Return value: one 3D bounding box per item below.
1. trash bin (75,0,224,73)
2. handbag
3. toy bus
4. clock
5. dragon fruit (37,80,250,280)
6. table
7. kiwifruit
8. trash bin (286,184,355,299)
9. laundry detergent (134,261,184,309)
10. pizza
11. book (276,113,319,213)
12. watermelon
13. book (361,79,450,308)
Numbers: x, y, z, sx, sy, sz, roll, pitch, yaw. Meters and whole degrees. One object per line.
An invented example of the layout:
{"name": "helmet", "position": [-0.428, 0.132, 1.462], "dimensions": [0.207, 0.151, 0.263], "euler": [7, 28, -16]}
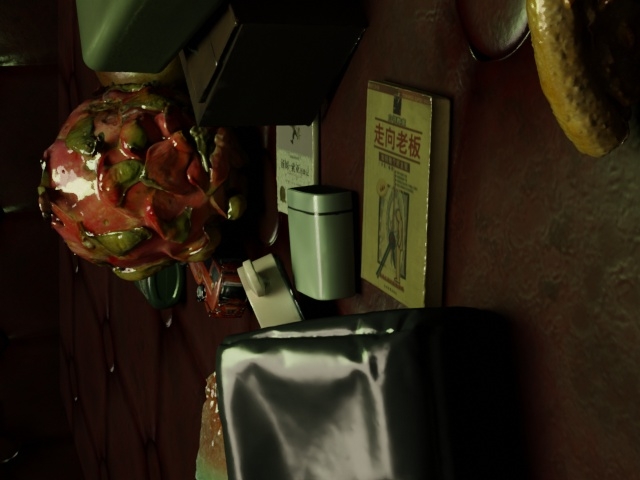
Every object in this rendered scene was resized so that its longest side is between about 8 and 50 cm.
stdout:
{"name": "trash bin", "position": [-0.194, -0.307, 1.198], "dimensions": [0.240, 0.122, 0.164], "euler": [-32, 64, 59]}
{"name": "handbag", "position": [0.044, 0.217, 1.058], "dimensions": [0.275, 0.178, 0.301], "euler": [-7, 91, 33]}
{"name": "toy bus", "position": [-0.176, 0.032, 1.761], "dimensions": [0.235, 0.074, 0.096], "euler": [-124, 42, -51]}
{"name": "clock", "position": [-0.052, 0.095, 1.419], "dimensions": [0.229, 0.063, 0.155], "euler": [67, 176, -51]}
{"name": "dragon fruit", "position": [-0.233, -0.080, 1.624], "dimensions": [0.314, 0.263, 0.296], "euler": [-67, -32, -42]}
{"name": "table", "position": [-0.077, -0.259, 1.285], "dimensions": [0.193, 0.173, 0.169], "euler": [-55, 45, 52]}
{"name": "kiwifruit", "position": [-0.286, -0.311, 1.788], "dimensions": [0.234, 0.196, 0.196], "euler": [59, 148, 34]}
{"name": "trash bin", "position": [0.000, 0.000, 1.330], "dimensions": [0.116, 0.059, 0.129], "euler": [-159, 65, -68]}
{"name": "laundry detergent", "position": [-0.333, 0.052, 2.144], "dimensions": [0.222, 0.078, 0.144], "euler": [-152, 61, -67]}
{"name": "pizza", "position": [0.194, -0.182, 0.753], "dimensions": [0.058, 0.127, 0.246], "euler": [11, 99, 44]}
{"name": "book", "position": [-0.031, -0.118, 1.433], "dimensions": [0.127, 0.014, 0.181], "euler": [-154, 62, -63]}
{"name": "watermelon", "position": [-0.108, 0.246, 1.614], "dimensions": [0.193, 0.140, 0.256], "euler": [8, 95, 59]}
{"name": "book", "position": [0.088, -0.049, 1.145], "dimensions": [0.161, 0.026, 0.230], "euler": [-147, 55, -63]}
